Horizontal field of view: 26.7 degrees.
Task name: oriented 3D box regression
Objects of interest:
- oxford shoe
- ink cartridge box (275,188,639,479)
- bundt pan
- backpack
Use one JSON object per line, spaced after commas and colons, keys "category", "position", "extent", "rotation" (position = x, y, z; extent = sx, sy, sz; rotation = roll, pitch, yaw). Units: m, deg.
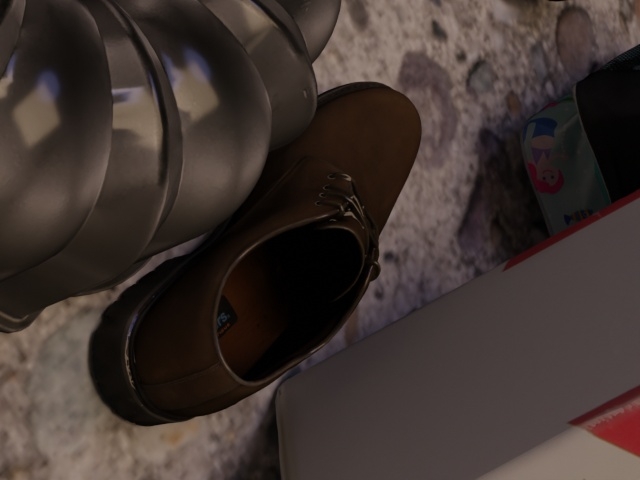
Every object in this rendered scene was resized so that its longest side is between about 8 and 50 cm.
{"category": "oxford shoe", "position": [0.000, 0.000, 0.624], "extent": [0.083, 0.096, 0.227], "rotation": [54, 49, -23]}
{"category": "ink cartridge box", "position": [0.195, 0.183, 0.644], "extent": [0.384, 0.279, 0.160], "rotation": [57, 8, -23]}
{"category": "bundt pan", "position": [-0.113, -0.130, 0.510], "extent": [0.331, 0.124, 0.330], "rotation": [8, 79, -45]}
{"category": "backpack", "position": [0.254, -0.033, 0.813], "extent": [0.253, 0.191, 0.225], "rotation": [-32, 104, -45]}
